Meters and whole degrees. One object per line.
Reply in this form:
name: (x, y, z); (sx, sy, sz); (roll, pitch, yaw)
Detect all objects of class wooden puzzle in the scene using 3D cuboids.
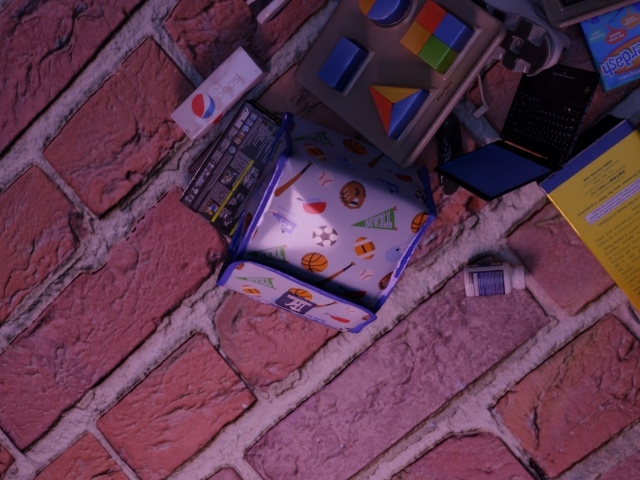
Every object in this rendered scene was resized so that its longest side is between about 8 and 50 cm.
wooden puzzle: (0.485, -0.520, 1.407); (0.221, 0.044, 0.239); (-19, 77, 0)
wooden puzzle: (0.129, -0.360, 1.482); (0.348, 0.080, 0.322); (44, 111, 25)

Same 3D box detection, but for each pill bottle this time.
pill bottle: (0.358, 0.080, 1.604); (0.120, 0.067, 0.067); (-5, 100, 13)

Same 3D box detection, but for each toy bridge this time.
toy bridge: (0.278, -0.336, 1.556); (0.063, 0.026, 0.188); (-38, 92, 13)

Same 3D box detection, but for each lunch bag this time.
lunch bag: (0.000, 0.000, 1.545); (0.327, 0.239, 0.385); (22, 122, -11)

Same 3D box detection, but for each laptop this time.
laptop: (0.354, -0.213, 1.442); (0.136, 0.234, 0.264); (12, 105, -22)

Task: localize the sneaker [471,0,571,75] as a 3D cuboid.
sneaker: (0.332, -0.429, 1.493); (0.330, 0.146, 0.122); (45, 134, 22)

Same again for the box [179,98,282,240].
box: (-0.143, -0.131, 1.666); (0.216, 0.060, 0.270); (36, 106, 2)

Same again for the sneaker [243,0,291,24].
sneaker: (-0.077, -0.548, 1.556); (0.217, 0.079, 0.121); (-38, 94, 17)

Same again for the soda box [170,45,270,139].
soda box: (-0.211, -0.309, 1.638); (0.216, 0.069, 0.074); (-40, 91, 16)

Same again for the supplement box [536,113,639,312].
supplement box: (0.591, -0.039, 1.468); (0.195, 0.194, 0.356); (-38, 92, 16)

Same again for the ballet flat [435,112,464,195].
ballet flat: (0.262, -0.178, 1.591); (0.057, 0.049, 0.173); (-7, 107, -15)

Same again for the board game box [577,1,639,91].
board game box: (0.577, -0.409, 1.470); (0.160, 0.047, 0.210); (-22, 97, 14)
